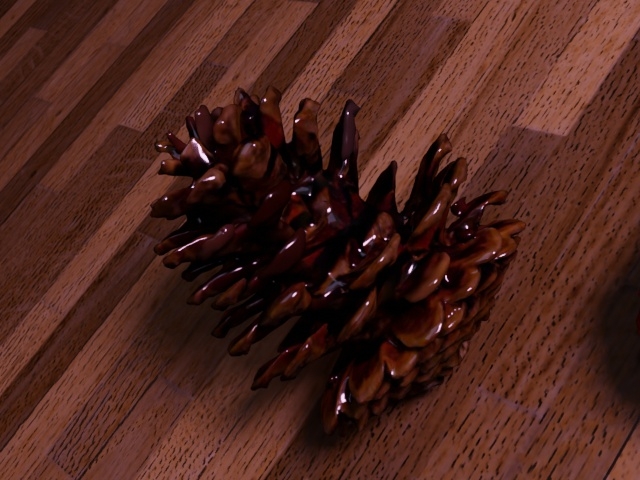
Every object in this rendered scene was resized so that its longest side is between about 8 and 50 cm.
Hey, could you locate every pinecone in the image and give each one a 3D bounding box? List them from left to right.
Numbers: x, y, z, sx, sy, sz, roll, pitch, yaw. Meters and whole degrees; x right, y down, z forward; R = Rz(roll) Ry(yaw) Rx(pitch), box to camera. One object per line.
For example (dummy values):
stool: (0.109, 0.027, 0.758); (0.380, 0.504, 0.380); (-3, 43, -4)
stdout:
pinecone: (0.002, -0.003, 0.701); (0.246, 0.292, 0.246); (-54, 4, 5)

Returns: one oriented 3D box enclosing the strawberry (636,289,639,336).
strawberry: (0.275, -0.005, 0.601); (0.190, 0.111, 0.236); (-37, 25, 35)
